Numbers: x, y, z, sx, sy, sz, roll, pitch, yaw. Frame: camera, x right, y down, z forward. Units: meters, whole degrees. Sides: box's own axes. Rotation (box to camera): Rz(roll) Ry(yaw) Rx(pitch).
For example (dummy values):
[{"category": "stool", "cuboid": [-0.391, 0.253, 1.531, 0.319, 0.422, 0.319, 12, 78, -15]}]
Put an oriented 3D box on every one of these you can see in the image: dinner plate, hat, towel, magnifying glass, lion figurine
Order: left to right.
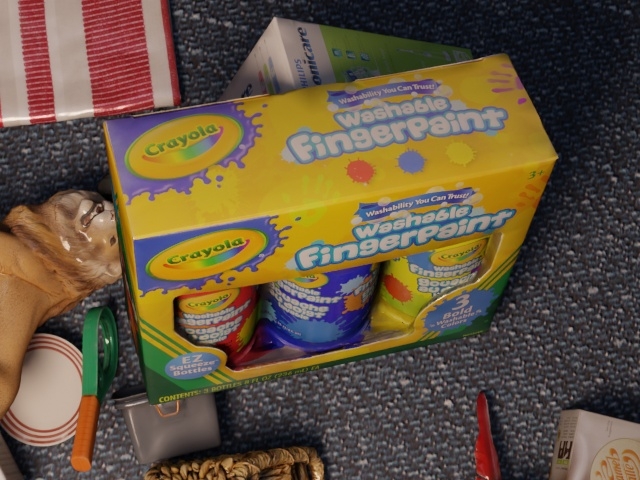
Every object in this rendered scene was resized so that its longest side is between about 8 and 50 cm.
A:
[{"category": "lion figurine", "cuboid": [-0.381, 0.093, 1.366, 0.240, 0.142, 0.392, 32, 70, -25]}, {"category": "dinner plate", "cuboid": [-0.349, 0.187, 1.466, 0.141, 0.017, 0.141, -1, 87, 10]}, {"category": "towel", "cuboid": [-0.361, -0.272, 1.543, 0.329, 0.037, 0.237, -7, 82, -6]}, {"category": "magnifying glass", "cuboid": [-0.272, 0.175, 1.406, 0.026, 0.092, 0.231, -4, 43, 6]}, {"category": "hat", "cuboid": [0.245, 0.325, 1.436, 0.183, 0.173, 0.208, -45, 100, -19]}]

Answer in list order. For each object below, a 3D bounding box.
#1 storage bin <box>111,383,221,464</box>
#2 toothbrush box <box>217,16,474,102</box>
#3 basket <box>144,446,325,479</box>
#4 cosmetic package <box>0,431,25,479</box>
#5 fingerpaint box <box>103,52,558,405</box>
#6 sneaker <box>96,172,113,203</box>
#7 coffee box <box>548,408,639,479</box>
[{"category": "storage bin", "cuboid": [-0.183, 0.221, 1.453, 0.135, 0.098, 0.091, -13, 93, -7]}, {"category": "toothbrush box", "cuboid": [0.033, -0.140, 1.404, 0.283, 0.206, 0.122, 5, 56, -31]}, {"category": "basket", "cuboid": [-0.083, 0.398, 1.366, 0.223, 0.213, 0.299, -4, 81, -4]}, {"category": "cosmetic package", "cuboid": [-0.448, 0.222, 1.416, 0.085, 0.117, 0.231, -26, 85, -8]}, {"category": "fingerpaint box", "cuboid": [0.000, 0.000, 1.324, 0.445, 0.371, 0.163, -11, 58, -13]}, {"category": "sneaker", "cuboid": [-0.144, -0.106, 1.512, 0.281, 0.106, 0.162, 3, 71, -10]}, {"category": "coffee box", "cuboid": [0.355, 0.348, 1.467, 0.141, 0.098, 0.246, 15, 80, -2]}]
